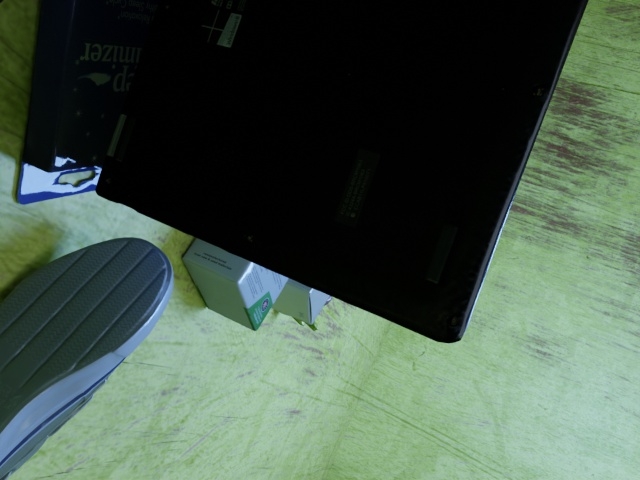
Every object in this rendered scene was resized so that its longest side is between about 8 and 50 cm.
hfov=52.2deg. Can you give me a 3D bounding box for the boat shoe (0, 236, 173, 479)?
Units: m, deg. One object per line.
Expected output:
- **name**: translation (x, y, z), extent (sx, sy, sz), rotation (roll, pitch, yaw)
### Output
- **boat shoe**: translation (-0.247, 0.115, 0.558), extent (0.302, 0.109, 0.094), rotation (-46, 169, -32)

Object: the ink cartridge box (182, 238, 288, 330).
- **ink cartridge box**: translation (-0.082, -0.005, 0.897), extent (0.208, 0.087, 0.153), rotation (-59, 160, -26)

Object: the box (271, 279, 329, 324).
- **box**: translation (0.000, 0.000, 1.115), extent (0.275, 0.113, 0.094), rotation (-57, 159, -37)

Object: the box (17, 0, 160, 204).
- **box**: translation (-0.178, -0.138, 0.545), extent (0.136, 0.036, 0.225), rotation (-29, 139, -64)

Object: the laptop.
- **laptop**: translation (0.010, -0.178, 0.500), extent (0.236, 0.408, 0.382), rotation (13, 97, -63)

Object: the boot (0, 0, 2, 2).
- **boot**: translation (-0.159, -0.152, 0.317), extent (0.284, 0.138, 0.377), rotation (-38, 146, -35)

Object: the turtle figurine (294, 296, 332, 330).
- **turtle figurine**: translation (0.032, 0.061, 1.192), extent (0.217, 0.269, 0.087), rotation (-48, 121, -17)
